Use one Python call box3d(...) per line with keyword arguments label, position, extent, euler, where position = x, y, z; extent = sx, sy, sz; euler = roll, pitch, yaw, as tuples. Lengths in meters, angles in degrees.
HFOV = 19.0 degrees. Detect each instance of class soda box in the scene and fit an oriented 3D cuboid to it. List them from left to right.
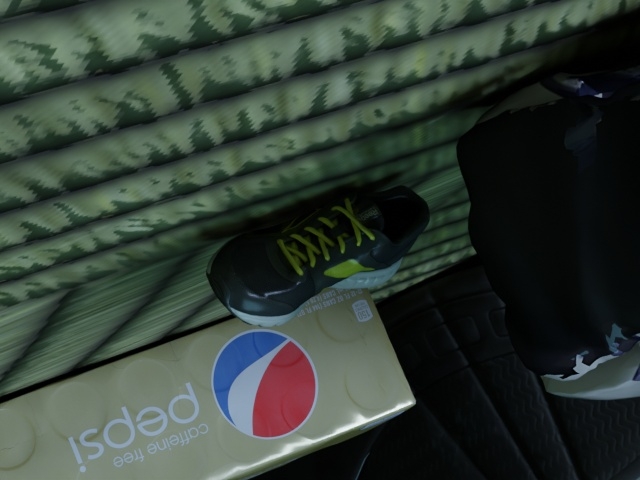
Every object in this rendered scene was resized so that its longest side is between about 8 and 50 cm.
box3d(label="soda box", position=(-0.058, 0.074, 0.769), extent=(0.181, 0.061, 0.058), euler=(-19, 171, -25))

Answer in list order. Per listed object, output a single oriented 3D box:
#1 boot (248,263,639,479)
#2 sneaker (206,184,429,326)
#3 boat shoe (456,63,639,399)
box3d(label="boot", position=(0.110, 0.089, 1.067), extent=(0.377, 0.138, 0.284), euler=(-37, 169, 36))
box3d(label="sneaker", position=(0.000, 0.000, 0.584), extent=(0.083, 0.031, 0.035), euler=(-20, 159, -45))
box3d(label="boat shoe", position=(0.198, -0.020, 0.605), extent=(0.158, 0.127, 0.340), euler=(-19, 175, 36))
